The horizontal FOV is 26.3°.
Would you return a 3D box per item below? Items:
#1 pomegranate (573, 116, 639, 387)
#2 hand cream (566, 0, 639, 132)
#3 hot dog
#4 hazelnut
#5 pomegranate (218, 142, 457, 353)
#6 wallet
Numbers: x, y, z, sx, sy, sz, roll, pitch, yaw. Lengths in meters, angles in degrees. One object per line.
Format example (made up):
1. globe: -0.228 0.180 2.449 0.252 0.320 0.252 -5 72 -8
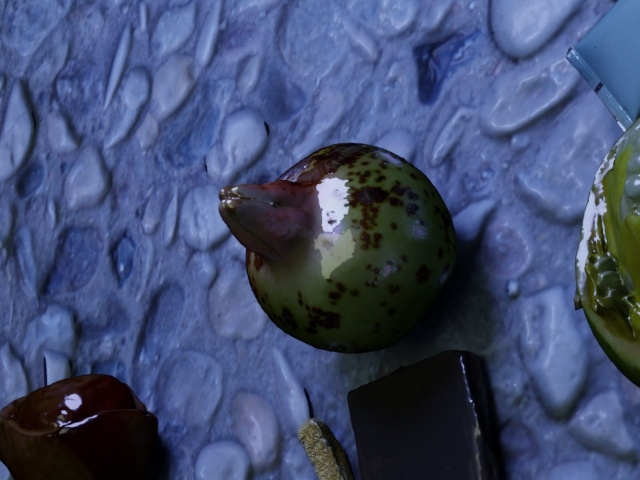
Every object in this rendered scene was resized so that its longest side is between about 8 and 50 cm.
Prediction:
1. pomegranate: 0.342 0.008 0.967 0.341 0.260 0.260 1 78 28
2. hand cream: 0.338 -0.238 1.178 0.312 0.070 0.111 -52 49 31
3. hot dog: 0.009 0.220 1.374 0.030 0.034 0.090 -32 76 23
4. hazelnut: -0.280 0.222 1.560 0.202 0.170 0.160 25 95 36
5. pomegranate: 0.000 0.000 1.297 0.214 0.248 0.214 -24 58 44
6. wallet: 0.105 0.261 1.259 0.165 0.042 0.309 -29 58 38
